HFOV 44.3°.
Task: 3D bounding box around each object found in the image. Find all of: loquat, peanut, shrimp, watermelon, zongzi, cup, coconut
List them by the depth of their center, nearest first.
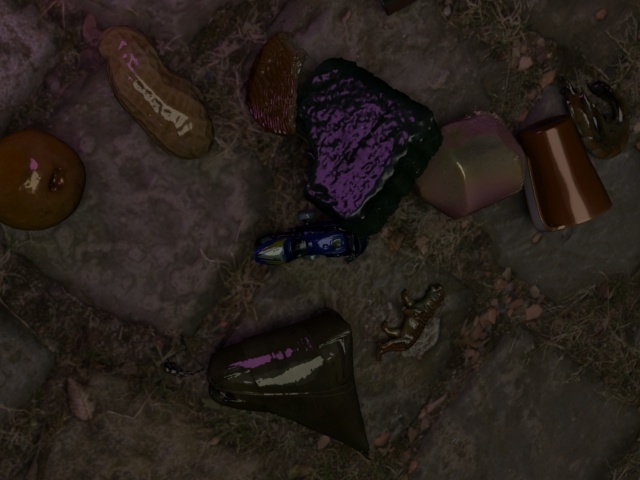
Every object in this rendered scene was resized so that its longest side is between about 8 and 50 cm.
[{"bbox_3d":[-0.587,-0.123,1.613,0.208,0.208,0.208,-3,104,-11],"label":"loquat"},{"bbox_3d":[-0.343,-0.309,1.653,0.153,0.140,0.325,-38,105,-12],"label":"peanut"},{"bbox_3d":[0.189,-0.566,1.750,0.155,0.080,0.101,-20,71,-4],"label":"watermelon"},{"bbox_3d":[0.319,-0.168,1.790,0.245,0.233,0.233,-20,107,-14],"label":"coconut"},{"bbox_3d":[-0.115,0.389,1.853,0.447,0.181,0.418,-15,107,-5],"label":"zongzi"},{"bbox_3d":[0.553,-0.146,1.854,0.226,0.182,0.264,-29,102,-36],"label":"cup"},{"bbox_3d":[0.678,-0.314,1.904,0.145,0.059,0.254,-33,108,-5],"label":"shrimp"}]

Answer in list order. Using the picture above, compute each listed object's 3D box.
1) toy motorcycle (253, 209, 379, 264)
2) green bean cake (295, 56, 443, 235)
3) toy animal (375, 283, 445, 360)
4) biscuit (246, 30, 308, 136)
[{"bbox_3d":[0.000,0.000,1.781,0.315,0.169,0.113,-10,106,-10],"label":"toy motorcycle"},{"bbox_3d":[0.067,-0.200,1.690,0.308,0.169,0.300,38,92,24],"label":"green bean cake"},{"bbox_3d":[0.219,0.203,1.934,0.099,0.057,0.241,28,96,-17],"label":"toy animal"},{"bbox_3d":[-0.088,-0.330,1.686,0.176,0.229,0.031,-38,151,22],"label":"biscuit"}]
